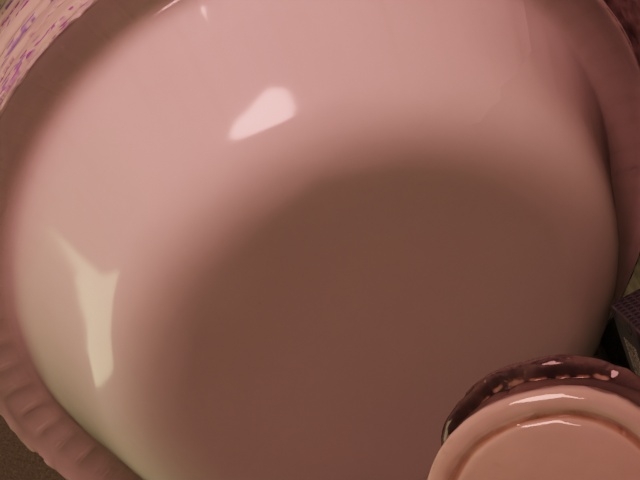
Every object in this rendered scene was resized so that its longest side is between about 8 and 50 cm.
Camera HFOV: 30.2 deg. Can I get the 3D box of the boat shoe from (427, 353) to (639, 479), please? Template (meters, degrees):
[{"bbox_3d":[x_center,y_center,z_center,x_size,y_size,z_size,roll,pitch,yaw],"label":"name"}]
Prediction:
[{"bbox_3d":[0.121,0.192,0.359,0.095,0.112,0.335,-15,-94,-73],"label":"boat shoe"}]

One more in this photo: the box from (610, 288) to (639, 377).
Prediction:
[{"bbox_3d":[0.180,0.136,0.379,0.183,0.059,0.232,-107,-6,-74],"label":"box"}]

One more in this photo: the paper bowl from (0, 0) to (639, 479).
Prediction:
[{"bbox_3d":[0.000,0.000,0.470,0.148,0.284,0.284,-118,4,-53],"label":"paper bowl"}]

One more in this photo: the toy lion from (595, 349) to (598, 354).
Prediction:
[{"bbox_3d":[0.150,0.029,0.761,0.096,0.034,0.100,78,172,-49],"label":"toy lion"}]
